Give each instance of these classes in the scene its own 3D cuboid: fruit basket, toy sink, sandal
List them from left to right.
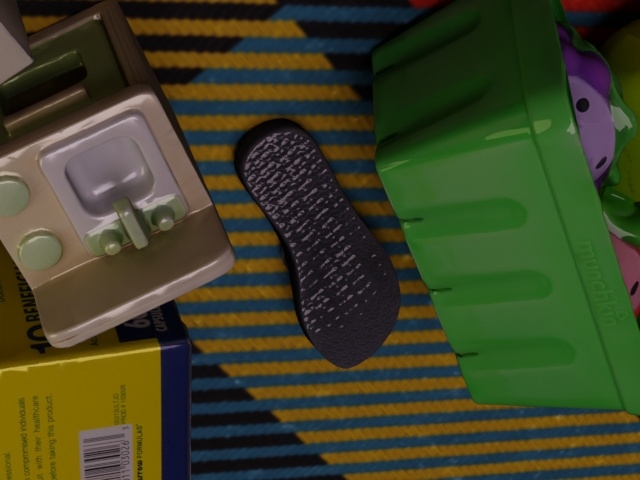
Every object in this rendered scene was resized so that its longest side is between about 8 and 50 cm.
[{"bbox_3d":[-0.178,-0.058,1.242,0.153,0.234,0.131,-25,128,0],"label":"toy sink"},{"bbox_3d":[0.001,-0.001,1.468,0.097,0.054,0.254,-27,119,-9],"label":"sandal"},{"bbox_3d":[0.257,-0.064,1.394,0.392,0.283,0.392,0,131,0],"label":"fruit basket"}]

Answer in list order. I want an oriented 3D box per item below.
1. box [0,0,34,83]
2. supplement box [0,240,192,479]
[{"bbox_3d":[-0.347,-0.144,1.190,0.232,0.127,0.148,-33,127,5],"label":"box"},{"bbox_3d":[-0.297,0.122,1.349,0.356,0.194,0.195,-7,126,-15],"label":"supplement box"}]
